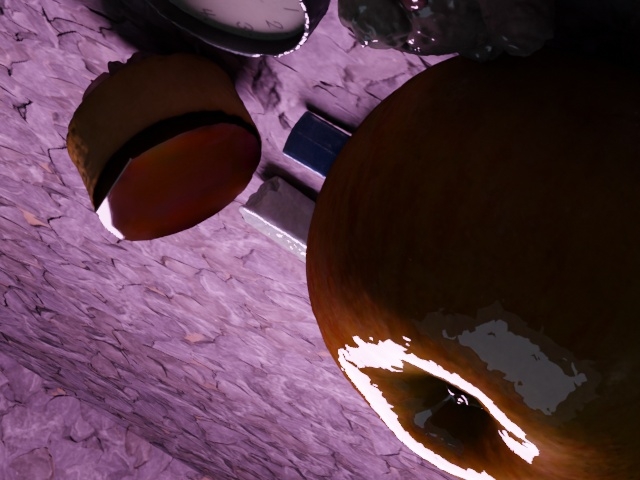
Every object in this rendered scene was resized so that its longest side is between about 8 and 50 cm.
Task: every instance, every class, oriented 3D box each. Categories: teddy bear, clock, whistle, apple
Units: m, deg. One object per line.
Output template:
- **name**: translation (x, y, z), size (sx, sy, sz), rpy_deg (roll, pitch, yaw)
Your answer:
- **teddy bear**: translation (0.082, -0.227, 1.272), size (0.236, 0.151, 0.267), rpy_deg (45, 154, -1)
- **clock**: translation (-0.095, -0.245, 1.571), size (0.215, 0.042, 0.215), rpy_deg (23, 157, 11)
- **whistle**: translation (0.038, -0.070, 1.739), size (0.158, 0.090, 0.090), rpy_deg (30, 157, -2)
- **apple**: translation (0.186, 0.038, 1.461), size (0.400, 0.334, 0.400), rpy_deg (14, 157, 6)

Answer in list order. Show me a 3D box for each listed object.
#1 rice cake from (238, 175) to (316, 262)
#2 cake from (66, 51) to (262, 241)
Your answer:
- **rice cake**: translation (0.000, 0.000, 1.959), size (0.206, 0.063, 0.069), rpy_deg (34, 163, -11)
- **cake**: translation (-0.173, -0.122, 1.779), size (0.178, 0.185, 0.207), rpy_deg (59, -170, 23)
